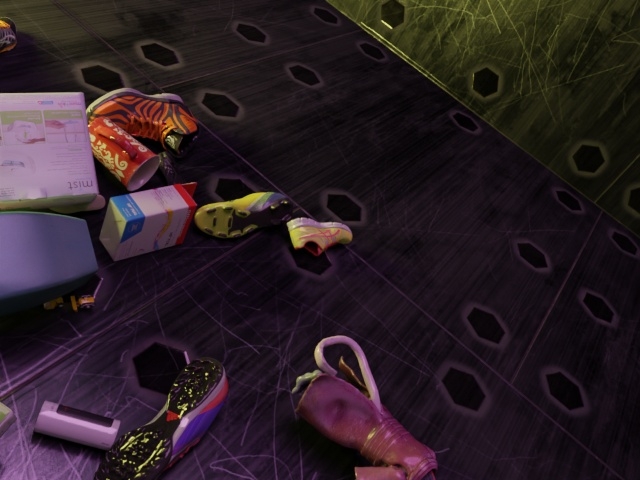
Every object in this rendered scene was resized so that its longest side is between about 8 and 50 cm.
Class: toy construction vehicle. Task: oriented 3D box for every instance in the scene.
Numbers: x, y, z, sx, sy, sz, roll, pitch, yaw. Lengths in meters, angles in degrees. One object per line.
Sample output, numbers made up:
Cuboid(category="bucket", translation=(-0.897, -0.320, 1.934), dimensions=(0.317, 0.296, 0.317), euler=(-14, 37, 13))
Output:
Cuboid(category="toy construction vehicle", translation=(-0.517, 0.108, 1.313), dimensions=(0.098, 0.035, 0.086), euler=(-8, 63, -36))

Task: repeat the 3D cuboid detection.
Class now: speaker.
Cuboid(category="speaker", translation=(-0.422, 0.322, 1.122), dimensions=(0.136, 0.055, 0.055), euler=(20, 39, -13))

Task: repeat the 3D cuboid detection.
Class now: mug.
Cuboid(category="mug", translation=(-0.489, -0.230, 1.589), dimensions=(0.169, 0.150, 0.113), euler=(40, 44, 5))

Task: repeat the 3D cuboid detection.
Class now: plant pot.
Cuboid(category="plant pot", translation=(-0.550, 0.039, 1.200), dimensions=(0.234, 0.165, 0.166), euler=(-11, 78, -36))

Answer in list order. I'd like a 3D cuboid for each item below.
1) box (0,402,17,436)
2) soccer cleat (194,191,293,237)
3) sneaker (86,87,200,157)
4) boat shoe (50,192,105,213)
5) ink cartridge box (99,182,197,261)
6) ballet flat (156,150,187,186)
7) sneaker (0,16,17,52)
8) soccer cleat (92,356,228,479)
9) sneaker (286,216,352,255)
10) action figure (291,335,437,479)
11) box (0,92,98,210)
Cuboid(category="box", translation=(-0.661, 0.263, 0.960), dimensions=(0.321, 0.058, 0.232), euler=(34, 62, 5))
Cuboid(category="soccer cleat", translation=(-0.206, -0.071, 1.690), dimensions=(0.289, 0.094, 0.121), euler=(-12, 24, -36))
Cuboid(category="sneaker", translation=(-0.452, -0.307, 1.728), dimensions=(0.321, 0.125, 0.180), euler=(-19, 59, -45))
Cuboid(category="boat shoe", translation=(-0.565, -0.091, 1.487), dimensions=(0.132, 0.049, 0.042), euler=(-3, 22, -27))
Cuboid(category="ink cartridge box", translation=(-0.376, -0.048, 1.489), dimensions=(0.231, 0.134, 0.078), euler=(-18, 59, -44))
Cuboid(category="ballet flat", translation=(-0.387, -0.158, 1.688), dimensions=(0.057, 0.049, 0.173), euler=(23, 34, -58))
Cuboid(category="sneaker", translation=(-0.880, -0.559, 1.750), dimensions=(0.084, 0.083, 0.215), euler=(19, 39, -14))
Cuboid(category="soccer cleat", translation=(-0.271, 0.357, 1.155), dimensions=(0.108, 0.117, 0.318), euler=(16, 48, 27))
Cuboid(category="sneaker", translation=(0.000, 0.000, 1.749), dimensions=(0.208, 0.081, 0.094), euler=(6, 67, -34))
Cuboid(category="action figure", translation=(0.131, 0.383, 1.272), dimensions=(0.370, 0.276, 0.248), euler=(37, 30, 29))
Cuboid(category="box", translation=(-0.626, -0.184, 1.370), dimensions=(0.261, 0.126, 0.231), euler=(-9, 86, -29))
